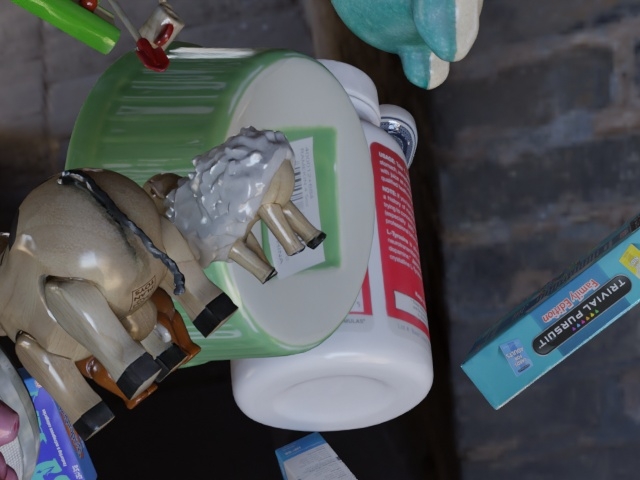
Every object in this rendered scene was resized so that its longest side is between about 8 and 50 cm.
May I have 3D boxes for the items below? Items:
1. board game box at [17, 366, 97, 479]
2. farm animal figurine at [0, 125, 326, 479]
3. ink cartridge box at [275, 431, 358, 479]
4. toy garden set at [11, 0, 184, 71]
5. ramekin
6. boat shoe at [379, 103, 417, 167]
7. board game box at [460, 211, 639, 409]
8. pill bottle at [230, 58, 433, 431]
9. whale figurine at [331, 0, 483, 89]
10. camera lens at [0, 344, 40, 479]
[{"bbox_3d":[-0.387,0.241,1.642,0.210,0.160,0.047,-15,18,9],"label":"board game box"},{"bbox_3d":[-0.195,0.056,0.918,0.327,0.172,0.330,-41,-2,39],"label":"farm animal figurine"},{"bbox_3d":[0.013,0.308,1.622,0.060,0.104,0.180,-21,22,-13],"label":"ink cartridge box"},{"bbox_3d":[-0.186,-0.230,1.147,0.049,0.204,0.244,-48,38,18],"label":"toy garden set"},{"bbox_3d":[-0.075,-0.033,1.273,0.148,0.303,0.303,0,32,32],"label":"ramekin"},{"bbox_3d":[0.046,-0.044,2.174,0.127,0.340,0.158,20,40,-17],"label":"boat shoe"},{"bbox_3d":[0.355,0.079,1.911,0.336,0.079,0.254,-39,-3,12],"label":"board game box"},{"bbox_3d":[0.000,0.000,1.666,0.229,0.229,0.407,-7,62,4],"label":"pill bottle"},{"bbox_3d":[0.078,-0.243,1.299,0.141,0.216,0.272,-1,23,-3],"label":"whale figurine"},{"bbox_3d":[-0.393,0.185,1.188,0.219,0.219,0.274,15,38,33],"label":"camera lens"}]
